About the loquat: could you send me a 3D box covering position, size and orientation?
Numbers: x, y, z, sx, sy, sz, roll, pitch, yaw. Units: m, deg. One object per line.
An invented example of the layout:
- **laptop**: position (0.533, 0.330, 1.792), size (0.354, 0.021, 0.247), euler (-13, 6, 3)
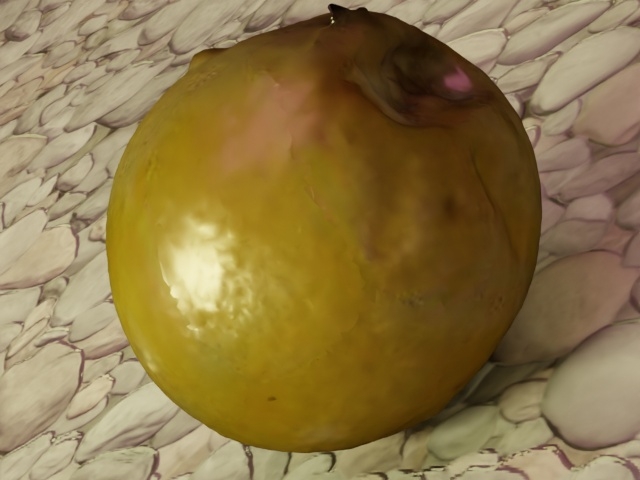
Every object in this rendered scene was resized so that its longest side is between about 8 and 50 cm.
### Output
- **loquat**: position (0.000, 0.000, 1.024), size (0.244, 0.244, 0.244), euler (-28, 26, 15)
